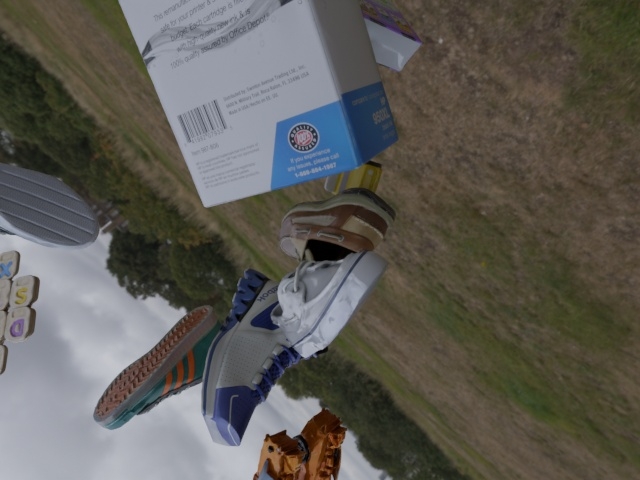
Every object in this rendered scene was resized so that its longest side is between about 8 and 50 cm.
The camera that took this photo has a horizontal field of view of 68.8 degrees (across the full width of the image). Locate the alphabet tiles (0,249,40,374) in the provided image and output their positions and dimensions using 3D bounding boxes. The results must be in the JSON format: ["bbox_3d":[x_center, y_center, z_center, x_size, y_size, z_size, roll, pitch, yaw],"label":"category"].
[{"bbox_3d":[-0.728,0.160,0.986,0.021,0.284,0.277,60,-159,-66],"label":"alphabet tiles"}]

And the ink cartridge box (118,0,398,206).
[{"bbox_3d":[-0.093,-0.277,0.660,0.286,0.166,0.394,-9,108,33],"label":"ink cartridge box"}]

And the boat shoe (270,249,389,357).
[{"bbox_3d":[-0.009,0.067,0.521,0.084,0.095,0.258,39,148,3],"label":"boat shoe"}]

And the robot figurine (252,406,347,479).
[{"bbox_3d":[-0.046,0.441,0.782,0.085,0.291,0.211,20,-164,40],"label":"robot figurine"}]

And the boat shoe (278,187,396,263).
[{"bbox_3d":[0.000,0.000,0.855,0.123,0.120,0.324,32,157,-19],"label":"boat shoe"}]

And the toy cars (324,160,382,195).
[{"bbox_3d":[0.067,-0.199,1.012,0.087,0.393,0.176,17,138,-11],"label":"toy cars"}]

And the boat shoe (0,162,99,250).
[{"bbox_3d":[-0.564,-0.068,0.854,0.335,0.121,0.119,26,148,-6],"label":"boat shoe"}]

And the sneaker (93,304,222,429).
[{"bbox_3d":[-0.298,0.270,0.937,0.108,0.302,0.121,0,124,43],"label":"sneaker"}]

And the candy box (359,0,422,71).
[{"bbox_3d":[0.072,-0.418,0.859,0.070,0.165,0.196,-47,55,38],"label":"candy box"}]

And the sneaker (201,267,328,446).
[{"bbox_3d":[-0.076,0.181,0.799,0.182,0.315,0.127,5,136,7],"label":"sneaker"}]
